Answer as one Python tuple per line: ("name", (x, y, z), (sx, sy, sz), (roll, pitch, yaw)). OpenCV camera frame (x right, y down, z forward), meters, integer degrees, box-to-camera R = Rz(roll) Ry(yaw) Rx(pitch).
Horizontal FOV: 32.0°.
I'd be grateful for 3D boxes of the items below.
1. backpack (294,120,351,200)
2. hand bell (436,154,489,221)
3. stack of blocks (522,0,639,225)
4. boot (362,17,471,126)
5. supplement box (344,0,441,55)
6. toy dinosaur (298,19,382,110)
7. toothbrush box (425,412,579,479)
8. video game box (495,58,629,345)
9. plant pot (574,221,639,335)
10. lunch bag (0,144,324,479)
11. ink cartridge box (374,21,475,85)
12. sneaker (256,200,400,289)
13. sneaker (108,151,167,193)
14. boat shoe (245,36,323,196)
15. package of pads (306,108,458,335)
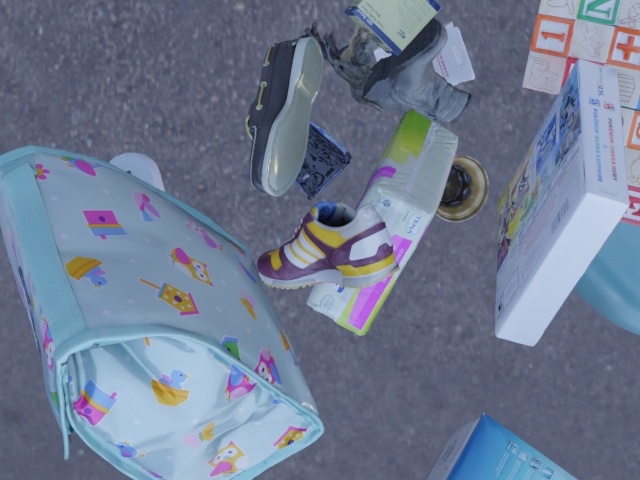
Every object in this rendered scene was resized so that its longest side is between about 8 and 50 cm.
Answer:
("backpack", (-0.017, -0.146, 1.913), (0.114, 0.084, 0.105), (45, 103, -2))
("hand bell", (0.217, -0.119, 2.169), (0.126, 0.242, 0.126), (-4, 102, -18))
("stack of blocks", (0.322, -0.182, 1.269), (0.171, 0.087, 0.297), (14, 107, 16))
("boot", (0.185, -0.267, 1.836), (0.161, 0.083, 0.246), (23, 153, -17))
("supplement box", (0.091, -0.294, 1.425), (0.083, 0.056, 0.083), (42, 92, -15))
("toy dinosaur", (0.035, -0.261, 1.615), (0.064, 0.118, 0.268), (-46, 168, -6))
("toothbrush box", (0.297, 0.444, 1.711), (0.295, 0.216, 0.126), (34, 153, -1))
("video game box", (0.221, -0.034, 1.047), (0.048, 0.187, 0.205), (14, 137, -7))
("plant pot", (0.548, 0.016, 1.870), (0.293, 0.293, 0.235), (-36, 90, 20))
("lunch bag", (-0.143, 0.061, 0.868), (0.160, 0.223, 0.262), (-37, 139, 11))
("ink cartridge box", (0.198, -0.326, 2.017), (0.180, 0.060, 0.104), (-9, 110, 36))
("sneaker", (0.000, 0.000, 1.119), (0.185, 0.069, 0.084), (-3, 108, 45))
("sneaker", (-0.199, 0.027, 1.306), (0.094, 0.258, 0.091), (-4, 173, 7))
("boat shoe", (-0.055, -0.157, 1.427), (0.069, 0.227, 0.081), (2, 153, 26))
("package of pads", (0.092, -0.026, 1.580), (0.101, 0.296, 0.229), (28, 120, 0))
